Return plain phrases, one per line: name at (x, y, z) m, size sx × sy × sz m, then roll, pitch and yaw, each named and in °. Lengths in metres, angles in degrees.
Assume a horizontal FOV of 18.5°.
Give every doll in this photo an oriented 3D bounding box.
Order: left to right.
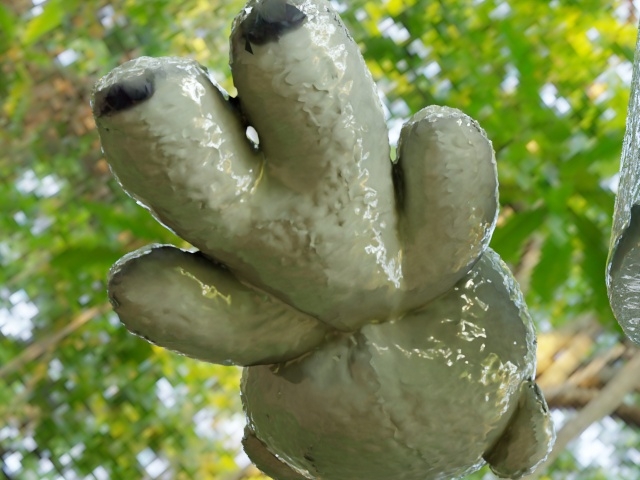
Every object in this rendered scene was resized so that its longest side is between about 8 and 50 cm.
doll at (0.004, -0.002, 0.955) m, size 0.175 × 0.149 × 0.278 m, roll -5°, pitch -50°, yaw 30°

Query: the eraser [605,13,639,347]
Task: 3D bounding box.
eraser at (0.204, -0.102, 0.953) m, size 0.104 × 0.290 × 0.189 m, roll 5°, pitch -24°, yaw 12°
